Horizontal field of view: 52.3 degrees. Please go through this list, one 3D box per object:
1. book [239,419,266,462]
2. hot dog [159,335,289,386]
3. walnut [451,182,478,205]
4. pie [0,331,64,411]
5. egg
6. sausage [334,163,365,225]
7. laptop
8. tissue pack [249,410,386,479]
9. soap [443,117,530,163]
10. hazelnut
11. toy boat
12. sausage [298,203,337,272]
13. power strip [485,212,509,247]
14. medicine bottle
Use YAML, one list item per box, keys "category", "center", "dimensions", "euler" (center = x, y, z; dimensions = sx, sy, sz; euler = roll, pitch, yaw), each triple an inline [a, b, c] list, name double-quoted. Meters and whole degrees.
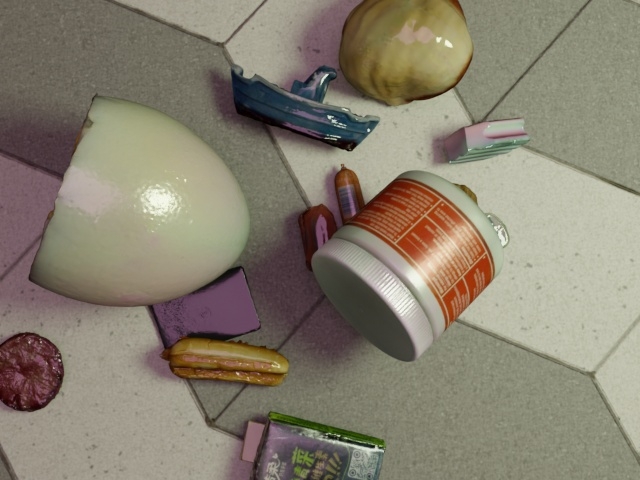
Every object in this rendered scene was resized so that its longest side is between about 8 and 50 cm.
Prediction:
- category: "book"
  center: [-0.095, 0.399, 1.267]
  dimensions: [0.110, 0.014, 0.077]
  euler: [13, 84, -1]
- category: "hot dog"
  center: [-0.182, 0.224, 1.243]
  dimensions: [0.249, 0.102, 0.076]
  euler: [6, 53, -4]
- category: "walnut"
  center: [0.255, -0.057, 1.262]
  dimensions: [0.105, 0.105, 0.124]
  euler: [27, 43, 1]
- category: "pie"
  center: [-0.567, 0.254, 1.259]
  dimensions: [0.154, 0.036, 0.155]
  euler: [0, 85, -1]
- category: "egg"
  center: [-0.292, -0.041, 1.152]
  dimensions: [0.339, 0.354, 0.355]
  euler: [20, 85, -21]
- category: "sausage"
  center: [0.082, 0.017, 1.283]
  dimensions: [0.053, 0.053, 0.348]
  euler: [-13, 85, -2]
- category: "laptop"
  center: [-0.227, 0.141, 1.288]
  dimensions: [0.197, 0.016, 0.135]
  euler: [-17, 87, -1]
- category: "tissue pack"
  center: [-0.008, 0.435, 1.226]
  dimensions: [0.235, 0.073, 0.174]
  euler: [15, 84, -6]
- category: "soap"
  center: [0.320, -0.194, 1.281]
  dimensions: [0.149, 0.100, 0.056]
  euler: [-11, 79, -27]
- category: "hazelnut"
  center: [0.160, -0.369, 1.246]
  dimensions: [0.261, 0.241, 0.261]
  euler: [2, 51, -3]
- category: "toy boat"
  center: [-0.032, -0.276, 1.268]
  dimensions: [0.309, 0.129, 0.143]
  euler: [20, 96, 2]
- category: "sausage"
  center: [0.000, 0.000, 1.275]
  dimensions: [0.076, 0.076, 0.141]
  euler: [-12, 84, -2]
- category: "power strip"
  center: [0.274, 0.024, 1.297]
  dimensions: [0.226, 0.029, 0.080]
  euler: [-31, 87, -3]
- category: "medicine bottle"
  center: [0.151, 0.041, 1.138]
  dimensions: [0.241, 0.252, 0.252]
  euler: [-41, 87, -19]
